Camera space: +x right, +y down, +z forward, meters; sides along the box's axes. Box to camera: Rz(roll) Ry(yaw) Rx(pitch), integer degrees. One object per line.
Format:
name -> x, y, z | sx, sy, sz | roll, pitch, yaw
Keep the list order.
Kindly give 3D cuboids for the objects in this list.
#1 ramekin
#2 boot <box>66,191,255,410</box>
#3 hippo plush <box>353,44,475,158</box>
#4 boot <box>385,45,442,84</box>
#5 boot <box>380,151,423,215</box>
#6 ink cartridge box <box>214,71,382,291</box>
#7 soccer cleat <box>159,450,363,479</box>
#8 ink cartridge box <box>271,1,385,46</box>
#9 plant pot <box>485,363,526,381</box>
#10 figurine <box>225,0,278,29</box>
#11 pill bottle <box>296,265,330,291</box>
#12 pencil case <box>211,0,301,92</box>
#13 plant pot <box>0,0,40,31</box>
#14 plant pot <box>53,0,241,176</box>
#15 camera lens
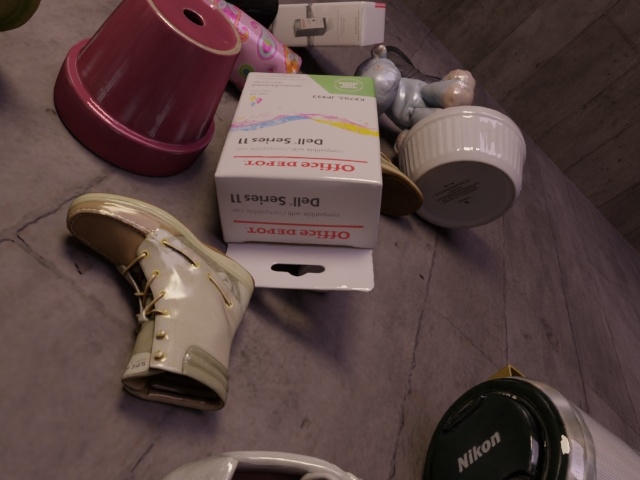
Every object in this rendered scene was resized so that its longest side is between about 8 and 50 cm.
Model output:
ramekin -> 0.299, -0.138, 1.056 | 0.272, 0.273, 0.127 | 30, 50, -26
boot -> -0.167, 0.059, 0.486 | 0.213, 0.077, 0.165 | 35, 38, -25
hippo plush -> 0.201, -0.354, 1.161 | 0.236, 0.234, 0.294 | 37, 31, -14
boot -> 0.284, -0.413, 1.456 | 0.338, 0.118, 0.223 | 28, 41, -11
boot -> 0.092, -0.174, 1.000 | 0.261, 0.095, 0.204 | 25, 39, -25
ink cartridge box -> -0.022, -0.100, 0.688 | 0.207, 0.119, 0.354 | 2, 44, 1
soccer cleat -> 0.013, 0.258, 0.430 | 0.331, 0.143, 0.116 | 26, 40, -31
ink cartridge box -> 0.019, -0.485, 1.118 | 0.217, 0.092, 0.158 | 11, 26, 22
plant pot -> 0.301, 0.267, 0.802 | 0.081, 0.083, 0.081 | 37, 35, -18
figurine -> -0.220, -0.546, 1.025 | 0.209, 0.092, 0.215 | -11, 64, -48
pill bottle -> 0.000, 0.000, 0.731 | 0.078, 0.078, 0.137 | 24, 41, -32
pencil case -> -0.167, -0.342, 0.852 | 0.284, 0.124, 0.124 | 31, 37, -26
plant pot -> -0.424, -0.273, 0.387 | 0.276, 0.276, 0.254 | 44, 45, -8
plant pot -> -0.201, -0.212, 0.623 | 0.201, 0.180, 0.201 | 29, 39, -26
camera lens -> 0.284, 0.316, 0.611 | 0.274, 0.219, 0.219 | 36, 36, -19
